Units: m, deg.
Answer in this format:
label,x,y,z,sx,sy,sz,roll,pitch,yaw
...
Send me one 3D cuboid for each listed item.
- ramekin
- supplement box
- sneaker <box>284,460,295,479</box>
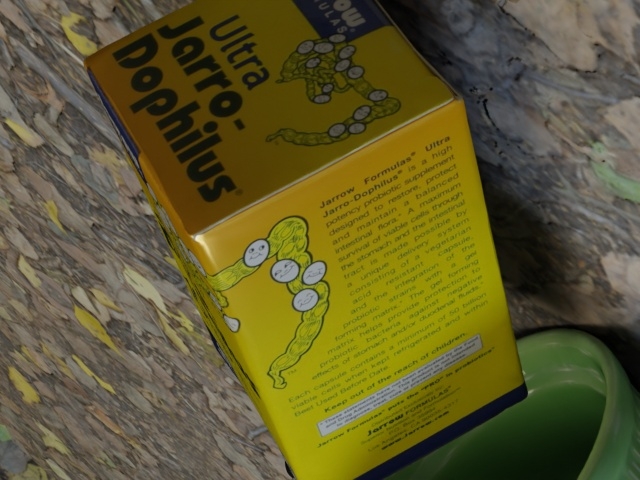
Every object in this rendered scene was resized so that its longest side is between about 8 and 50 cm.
label,x,y,z,sx,sy,sz,roll,pitch,yaw
ramekin,0.161,0.230,1.351,0.148,0.303,0.303,42,160,-17
supplement box,0.000,0.000,1.247,0.194,0.195,0.356,55,170,39
sneaker,0.005,0.162,1.780,0.124,0.107,0.283,54,156,10
